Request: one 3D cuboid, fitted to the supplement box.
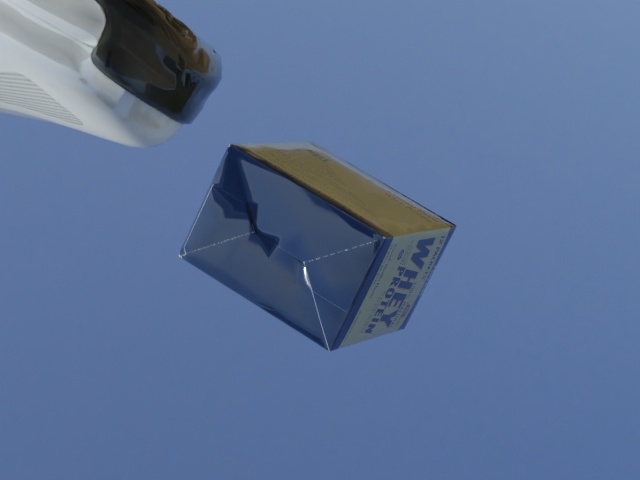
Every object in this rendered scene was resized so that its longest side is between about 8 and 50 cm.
[{"bbox_3d":[0.000,0.000,0.754,0.083,0.056,0.083,32,-164,19],"label":"supplement box"}]

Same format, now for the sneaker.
[{"bbox_3d":[-0.271,-0.061,0.863,0.447,0.257,0.169,20,175,27],"label":"sneaker"}]
